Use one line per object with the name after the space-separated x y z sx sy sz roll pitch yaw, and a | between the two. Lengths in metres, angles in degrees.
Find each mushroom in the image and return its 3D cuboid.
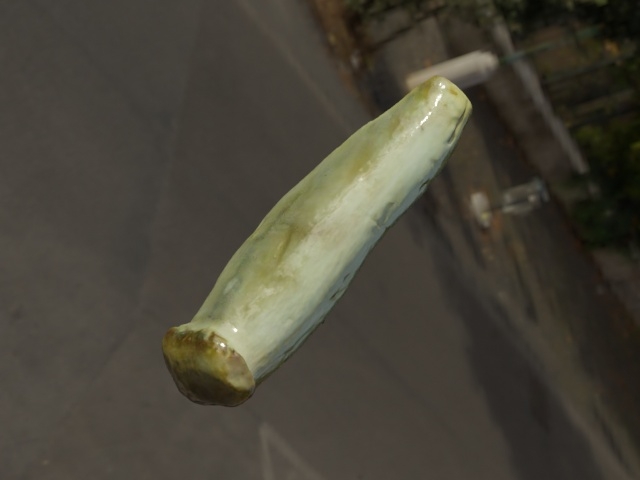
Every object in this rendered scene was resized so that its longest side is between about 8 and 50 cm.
-0.003 -0.001 1.208 0.333 0.107 0.087 -52 130 -13 | mushroom
